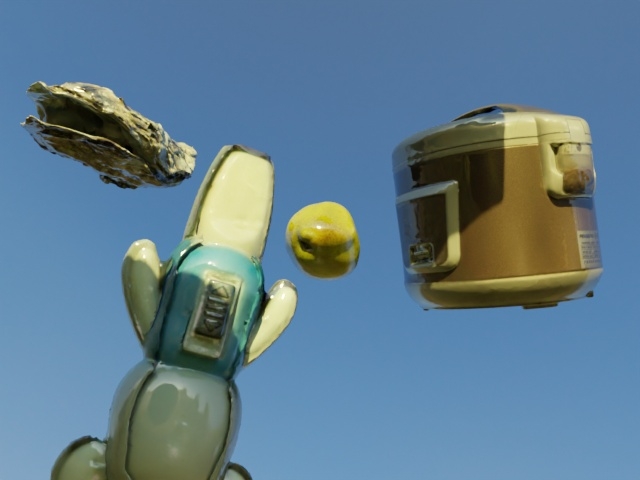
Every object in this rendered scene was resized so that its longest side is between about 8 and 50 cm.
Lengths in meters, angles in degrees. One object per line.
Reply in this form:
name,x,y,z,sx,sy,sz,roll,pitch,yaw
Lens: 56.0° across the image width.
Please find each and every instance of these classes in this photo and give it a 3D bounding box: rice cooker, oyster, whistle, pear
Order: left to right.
oyster,-0.343,-0.167,1.033,0.162,0.351,0.158,33,-79,33
whistle,-0.073,0.053,0.365,0.114,0.235,0.077,17,-18,-14
pear,0.000,0.000,0.668,0.092,0.092,0.097,0,-15,14
rice cooker,0.279,-0.055,0.981,0.335,0.335,0.325,-6,-94,18
